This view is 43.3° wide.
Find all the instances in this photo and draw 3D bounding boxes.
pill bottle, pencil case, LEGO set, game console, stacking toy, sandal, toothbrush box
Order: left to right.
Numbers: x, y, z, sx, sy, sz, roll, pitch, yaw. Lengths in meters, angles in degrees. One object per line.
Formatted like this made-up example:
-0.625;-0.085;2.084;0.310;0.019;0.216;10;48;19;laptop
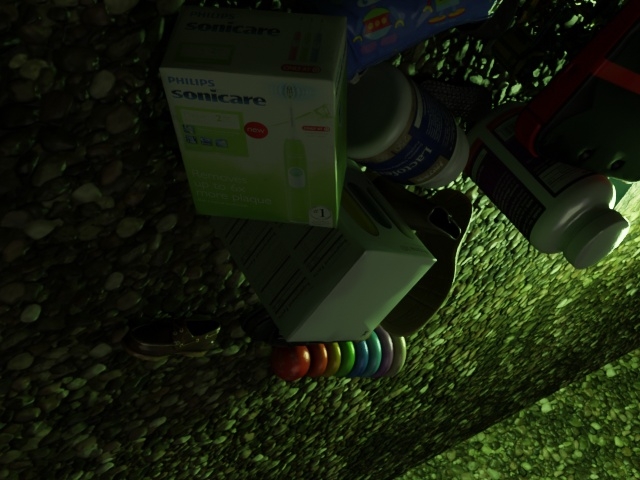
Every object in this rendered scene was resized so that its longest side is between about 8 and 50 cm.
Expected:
-0.073;-0.153;1.053;0.206;0.122;0.283;6;144;5;toothbrush box
0.032;0.262;1.828;0.330;0.141;0.141;-3;137;-37;stacking toy
0.129;-0.173;1.290;0.153;0.153;0.265;-46;148;17;pill bottle
0.111;-0.316;1.092;0.306;0.133;0.119;-27;-170;-15;pencil case
0.228;-0.254;1.401;0.179;0.040;0.067;9;124;-32;sandal
0.418;-0.102;1.512;0.181;0.323;0.181;-25;148;-17;pill bottle
0.467;-0.326;1.331;0.331;0.192;0.255;-12;150;-47;LEGO set
0.526;-0.242;1.294;0.387;0.060;0.342;8;132;-39;game console

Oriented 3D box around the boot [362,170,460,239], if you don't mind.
0.159;-0.036;1.448;0.090;0.207;0.248;-60;146;-4;boot

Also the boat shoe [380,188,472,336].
0.213;0.057;1.615;0.341;0.122;0.110;-59;169;-26;boat shoe

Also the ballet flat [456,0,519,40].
0.269;-0.407;1.173;0.096;0.095;0.280;-10;141;-23;ballet flat

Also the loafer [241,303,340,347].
-0.022;0.174;1.672;0.302;0.095;0.109;-2;135;-44;loafer

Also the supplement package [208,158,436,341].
0.000;0.000;1.289;0.199;0.262;0.198;8;128;-51;supplement package

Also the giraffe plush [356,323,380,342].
0.043;0.070;1.570;0.210;0.181;0.170;12;122;-9;giraffe plush

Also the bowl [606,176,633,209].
0.571;-0.205;1.643;0.311;0.163;0.311;-41;152;-27;bowl

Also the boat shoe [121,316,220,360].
-0.264;0.167;1.448;0.073;0.073;0.207;-50;154;20;boat shoe
